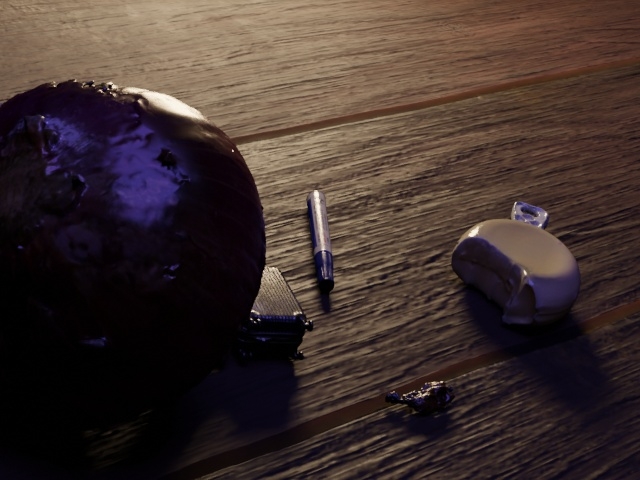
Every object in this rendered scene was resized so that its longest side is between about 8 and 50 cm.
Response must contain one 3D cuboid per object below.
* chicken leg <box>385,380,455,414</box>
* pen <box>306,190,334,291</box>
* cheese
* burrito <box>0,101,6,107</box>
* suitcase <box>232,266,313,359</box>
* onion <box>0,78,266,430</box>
[{"bbox_3d":[0.110,0.171,1.836,0.083,0.021,0.036,-10,49,-32],"label":"chicken leg"},{"bbox_3d":[0.000,0.000,2.063,0.025,0.025,0.204,11,31,-11],"label":"pen"},{"bbox_3d":[0.266,0.023,2.118,0.163,0.070,0.249,30,31,21],"label":"cheese"},{"bbox_3d":[-0.425,-0.124,1.993,0.392,0.076,0.117,-9,40,-36],"label":"burrito"},{"bbox_3d":[-0.067,0.078,1.860,0.086,0.059,0.126,3,32,-26],"label":"suitcase"},{"bbox_3d":[-0.194,0.037,1.670,0.348,0.348,0.385,41,-1,35],"label":"onion"}]
